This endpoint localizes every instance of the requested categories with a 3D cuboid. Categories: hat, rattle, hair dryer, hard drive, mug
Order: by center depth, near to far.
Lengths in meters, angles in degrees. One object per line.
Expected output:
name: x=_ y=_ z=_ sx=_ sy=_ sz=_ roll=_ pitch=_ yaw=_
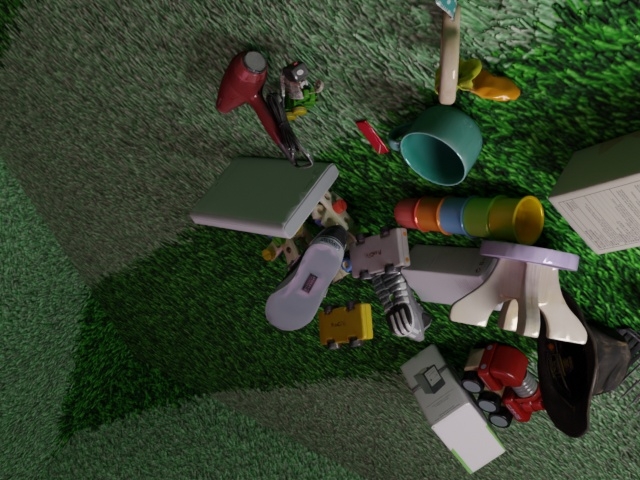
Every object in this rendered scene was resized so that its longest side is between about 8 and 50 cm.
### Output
rattle: x=0.241 y=-0.311 z=1.362 sx=0.143 sy=0.130 sz=0.200 roll=13 pitch=120 yaw=19
mug: x=0.210 y=-0.184 z=1.566 sx=0.158 sy=0.097 sz=0.129 roll=35 pitch=154 yaw=3
hair dryer: x=-0.127 y=-0.266 z=1.763 sx=0.293 sy=0.080 sz=0.223 roll=27 pitch=126 yaw=47
hat: x=0.539 y=0.240 z=1.774 sx=0.134 sy=0.331 sz=0.331 roll=-4 pitch=150 yaw=-5
hard drive: x=-0.131 y=-0.103 z=1.974 sx=0.307 sy=0.203 sz=0.040 roll=9 pitch=143 yaw=42

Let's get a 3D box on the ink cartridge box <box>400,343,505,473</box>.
ink cartridge box: x=0.331 y=0.420 z=2.232 sx=0.198 sy=0.115 sz=0.273 roll=51 pitch=-174 yaw=-27

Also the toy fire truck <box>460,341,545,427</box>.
toy fire truck: x=0.483 y=0.355 z=2.089 sx=0.246 sy=0.158 sz=0.217 roll=-12 pitch=128 yaw=41

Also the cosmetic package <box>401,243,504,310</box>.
cosmetic package: x=0.296 y=0.077 z=1.907 sx=0.231 sy=0.085 sz=0.117 roll=7 pitch=142 yaw=48

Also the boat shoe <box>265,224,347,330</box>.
boat shoe: x=-0.029 y=0.081 z=1.979 sx=0.113 sy=0.105 sz=0.306 roll=28 pitch=130 yaw=1

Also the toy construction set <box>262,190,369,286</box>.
toy construction set: x=0.000 y=0.000 z=2.078 sx=0.215 sy=0.151 sz=0.327 roll=61 pitch=145 yaw=5

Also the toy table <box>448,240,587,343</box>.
toy table: x=0.375 y=0.092 z=1.631 sx=0.252 sy=0.161 sz=0.274 roll=10 pitch=178 yaw=14

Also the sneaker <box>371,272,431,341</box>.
sneaker: x=0.192 y=0.135 z=2.029 sx=0.086 sy=0.229 sz=0.132 roll=-28 pitch=142 yaw=26

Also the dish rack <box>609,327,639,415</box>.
dish rack: x=0.675 y=0.304 z=1.795 sx=0.271 sy=0.074 sz=0.208 roll=43 pitch=155 yaw=18

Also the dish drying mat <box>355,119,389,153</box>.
dish drying mat: x=0.103 y=-0.205 z=1.755 sx=0.032 sy=0.008 sz=0.083 roll=-2 pitch=135 yaw=52

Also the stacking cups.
stacking cups: x=0.283 y=-0.049 z=1.728 sx=0.316 sy=0.096 sz=0.096 roll=8 pitch=142 yaw=51

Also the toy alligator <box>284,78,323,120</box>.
toy alligator: x=-0.030 y=-0.279 z=1.749 sx=0.051 sy=0.056 sz=0.189 roll=1 pitch=171 yaw=-33

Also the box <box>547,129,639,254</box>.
box: x=0.518 y=-0.087 z=1.337 sx=0.148 sy=0.121 sz=0.311 roll=45 pitch=152 yaw=-18

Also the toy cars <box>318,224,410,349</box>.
toy cars: x=0.109 y=0.108 z=1.942 sx=0.176 sy=0.087 sz=0.394 roll=57 pitch=136 yaw=41
